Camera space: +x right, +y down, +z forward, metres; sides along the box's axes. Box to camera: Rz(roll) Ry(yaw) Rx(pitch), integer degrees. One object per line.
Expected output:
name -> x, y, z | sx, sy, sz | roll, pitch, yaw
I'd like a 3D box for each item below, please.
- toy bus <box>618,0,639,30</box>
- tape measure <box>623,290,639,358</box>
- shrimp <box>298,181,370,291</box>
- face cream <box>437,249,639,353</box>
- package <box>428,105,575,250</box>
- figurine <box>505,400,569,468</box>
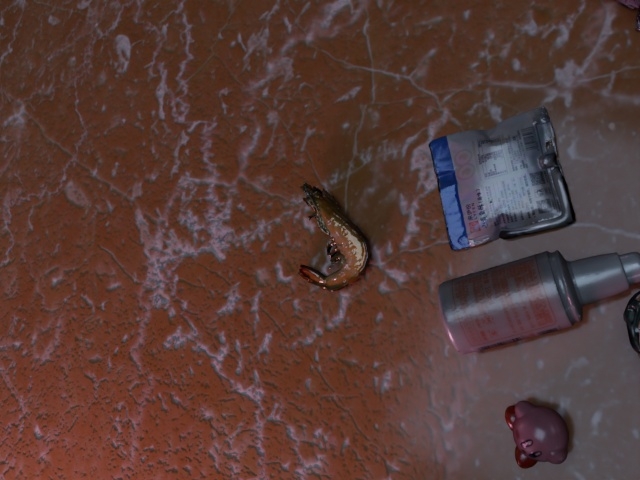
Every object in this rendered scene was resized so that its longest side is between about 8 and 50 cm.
toy bus -> 0.395, -0.381, 0.837 | 0.342, 0.097, 0.138 | 43, 99, 25
tape measure -> 0.474, 0.084, 0.717 | 0.207, 0.115, 0.235 | 40, 96, 21
shrimp -> 0.001, 0.000, 1.011 | 0.124, 0.034, 0.178 | -47, 69, 19
face cream -> 0.282, 0.066, 0.818 | 0.252, 0.101, 0.101 | -20, 73, 22
package -> 0.248, -0.085, 0.903 | 0.173, 0.027, 0.171 | -14, 79, 24
figurine -> 0.274, 0.239, 0.812 | 0.067, 0.071, 0.083 | -21, 77, -22
